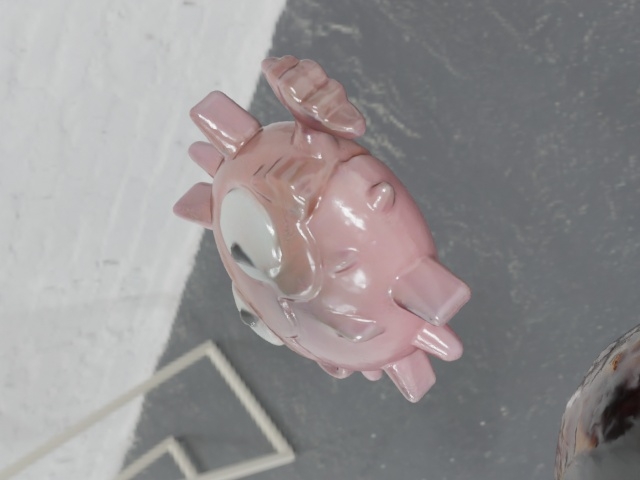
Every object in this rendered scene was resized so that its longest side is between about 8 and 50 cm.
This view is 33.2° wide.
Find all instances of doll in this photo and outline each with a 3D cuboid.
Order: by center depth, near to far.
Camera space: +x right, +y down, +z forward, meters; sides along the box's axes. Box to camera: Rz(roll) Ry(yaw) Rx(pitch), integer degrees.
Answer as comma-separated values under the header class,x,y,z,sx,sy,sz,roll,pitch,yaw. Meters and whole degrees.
class,x,y,z,sx,sy,sz,roll,pitch,yaw
doll,0.000,0.000,0.645,0.211,0.093,0.262,33,149,22

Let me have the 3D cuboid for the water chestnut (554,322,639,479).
class,x,y,z,sx,sy,sz,roll,pitch,yaw
water chestnut,0.250,0.172,0.614,0.300,0.300,0.300,12,106,50
